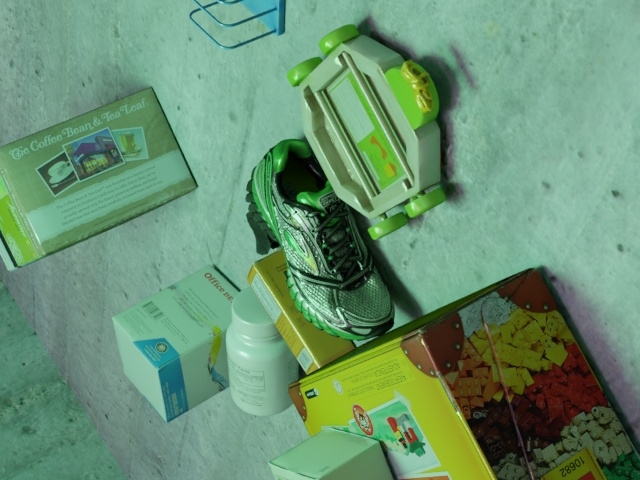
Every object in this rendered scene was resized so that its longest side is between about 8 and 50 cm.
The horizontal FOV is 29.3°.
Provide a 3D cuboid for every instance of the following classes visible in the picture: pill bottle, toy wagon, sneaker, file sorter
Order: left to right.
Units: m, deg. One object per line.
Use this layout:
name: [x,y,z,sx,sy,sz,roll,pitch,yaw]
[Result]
file sorter: [-0.125,-0.378,1.755,0.118,0.104,0.170,45,148,32]
sneaker: [-0.098,-0.051,2.066,0.089,0.051,0.170,12,127,52]
pill bottle: [-0.105,0.197,2.215,0.131,0.131,0.229,41,146,37]
sneaker: [0.000,0.000,1.840,0.344,0.134,0.146,56,152,17]
toy wagon: [0.079,-0.155,1.630,0.267,0.068,0.344,62,153,2]

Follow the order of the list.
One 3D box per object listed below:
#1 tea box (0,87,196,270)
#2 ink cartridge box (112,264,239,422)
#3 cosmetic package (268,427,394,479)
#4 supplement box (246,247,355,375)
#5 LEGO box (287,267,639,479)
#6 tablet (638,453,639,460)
tea box: [-0.472,-0.113,2.378,0.323,0.329,0.220,-17,98,64]
ink cartridge box: [-0.252,0.198,2.371,0.171,0.232,0.168,42,149,37]
cosmetic package: [0.057,0.431,1.713,0.160,0.113,0.310,1,114,62]
supplement box: [-0.032,0.129,2.081,0.233,0.078,0.080,58,156,12]
LEGO box: [0.191,0.289,1.683,0.373,0.193,0.500,62,155,3]
tablet: [0.401,0.289,1.515,0.054,0.006,0.083,65,153,-2]
